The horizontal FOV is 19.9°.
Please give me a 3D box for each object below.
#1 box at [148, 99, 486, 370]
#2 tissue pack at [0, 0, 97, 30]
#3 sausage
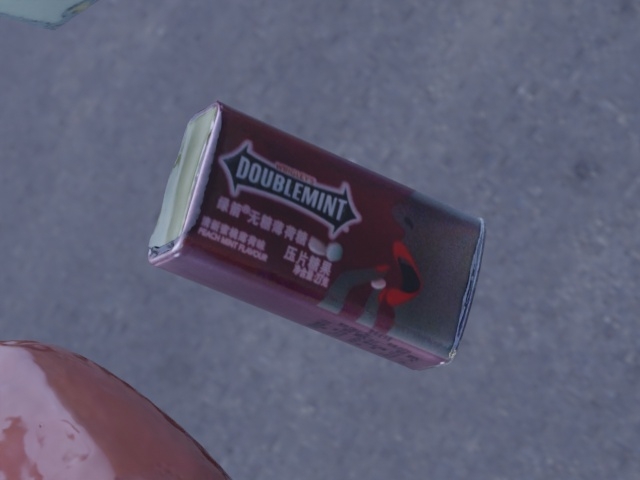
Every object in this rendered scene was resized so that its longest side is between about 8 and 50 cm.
[{"bbox_3d":[0.000,0.000,1.270,0.069,0.224,0.120,-21,49,61],"label":"box"},{"bbox_3d":[-0.181,-0.289,1.351,0.310,0.228,0.128,-28,70,30],"label":"tissue pack"},{"bbox_3d":[-0.079,0.156,0.749,0.148,0.254,0.148,-26,27,15],"label":"sausage"}]
